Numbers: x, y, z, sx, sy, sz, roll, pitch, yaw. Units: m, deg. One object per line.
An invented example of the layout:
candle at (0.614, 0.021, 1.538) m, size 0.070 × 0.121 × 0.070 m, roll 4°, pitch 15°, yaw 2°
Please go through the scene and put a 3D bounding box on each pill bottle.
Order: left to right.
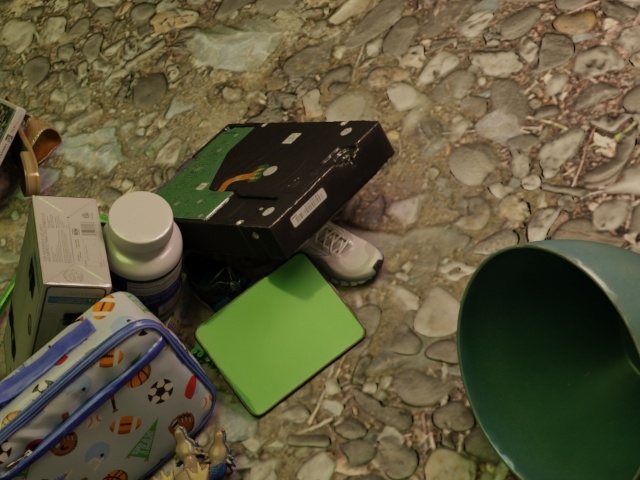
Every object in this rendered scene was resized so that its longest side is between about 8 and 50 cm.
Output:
pill bottle at (-0.240, 0.021, 1.861) m, size 0.112 × 0.187 × 0.112 m, roll 3°, pitch 55°, yaw -5°

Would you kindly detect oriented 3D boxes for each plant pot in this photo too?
plant pot at (0.319, 0.124, 1.534) m, size 0.195 × 0.290 × 0.290 m, roll -15°, pitch 38°, yaw -33°

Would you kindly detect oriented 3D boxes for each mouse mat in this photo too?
mouse mat at (-0.054, 0.121, 1.833) m, size 0.189 × 0.007 × 0.152 m, roll -37°, pitch 73°, yaw -5°

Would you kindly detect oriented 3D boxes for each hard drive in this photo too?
hard drive at (-0.088, -0.074, 1.918) m, size 0.339 × 0.064 × 0.237 m, roll 5°, pitch 42°, yaw 48°

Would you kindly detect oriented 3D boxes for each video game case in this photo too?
video game case at (-0.559, -0.155, 2.274) m, size 0.190 × 0.022 × 0.173 m, roll 25°, pitch 90°, yaw 52°

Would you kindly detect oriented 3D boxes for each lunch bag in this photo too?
lunch bag at (-0.297, 0.221, 1.761) m, size 0.303 × 0.243 × 0.115 m, roll -41°, pitch 47°, yaw -8°

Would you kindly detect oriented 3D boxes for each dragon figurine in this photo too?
dragon figurine at (-0.136, 0.351, 1.685) m, size 0.085 × 0.144 × 0.289 m, roll -17°, pitch 68°, yaw 12°

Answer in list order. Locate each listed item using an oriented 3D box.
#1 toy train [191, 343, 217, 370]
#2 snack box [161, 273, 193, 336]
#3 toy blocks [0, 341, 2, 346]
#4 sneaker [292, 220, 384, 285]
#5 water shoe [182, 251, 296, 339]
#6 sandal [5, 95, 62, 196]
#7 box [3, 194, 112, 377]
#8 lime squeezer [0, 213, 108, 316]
toy train at (-0.142, 0.161, 1.883) m, size 0.083 × 0.017 × 0.024 m, roll 23°, pitch 57°, yaw 38°
snack box at (-0.258, 0.094, 1.978) m, size 0.141 × 0.037 × 0.100 m, roll 2°, pitch 58°, yaw 26°
toy blocks at (-0.478, 0.214, 1.952) m, size 0.123 × 0.054 × 0.148 m, roll 26°, pitch 87°, yaw 49°
sneaker at (0.000, 0.000, 1.892) m, size 0.190 × 0.083 × 0.071 m, roll 21°, pitch 65°, yaw 35°
water shoe at (-0.118, 0.078, 1.891) m, size 0.203 × 0.080 × 0.073 m, roll 26°, pitch 70°, yaw 38°
sandal at (-0.456, -0.151, 2.259) m, size 0.079 × 0.088 × 0.240 m, roll -5°, pitch 39°, yaw -19°
box at (-0.357, 0.100, 1.864) m, size 0.087 × 0.290 × 0.169 m, roll 2°, pitch 46°, yaw -21°
lime squeezer at (-0.386, 0.015, 2.108) m, size 0.310 × 0.059 × 0.110 m, roll -31°, pitch 77°, yaw 0°
